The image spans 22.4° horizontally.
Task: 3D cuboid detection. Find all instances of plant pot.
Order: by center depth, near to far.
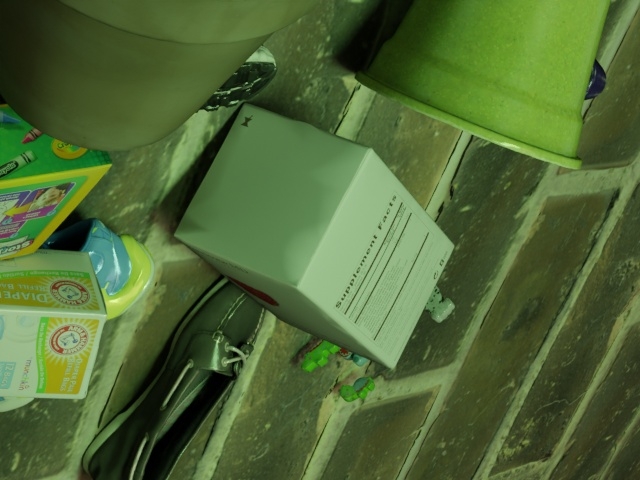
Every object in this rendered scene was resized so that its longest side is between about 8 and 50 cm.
[{"bbox_3d":[-0.158,-0.229,1.346,0.323,0.323,0.280,-22,155,-36],"label":"plant pot"},{"bbox_3d":[0.211,-0.248,1.819,0.276,0.276,0.254,8,106,-54],"label":"plant pot"}]

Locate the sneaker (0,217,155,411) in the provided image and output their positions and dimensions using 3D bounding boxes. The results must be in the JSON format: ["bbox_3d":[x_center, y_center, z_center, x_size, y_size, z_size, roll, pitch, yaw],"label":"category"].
[{"bbox_3d":[-0.293,0.066,1.695,0.240,0.091,0.126,-45,130,-5],"label":"sneaker"}]

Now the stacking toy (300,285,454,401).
[{"bbox_3d":[0.076,0.117,2.222,0.221,0.052,0.167,-46,147,-1],"label":"stacking toy"}]

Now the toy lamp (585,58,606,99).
[{"bbox_3d":[0.285,-0.226,2.073,0.274,0.080,0.080,7,119,-55],"label":"toy lamp"}]

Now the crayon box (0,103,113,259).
[{"bbox_3d":[-0.344,-0.040,1.440,0.278,0.081,0.165,-12,159,-45],"label":"crayon box"}]

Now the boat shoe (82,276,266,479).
[{"bbox_3d":[-0.153,0.187,1.964,0.335,0.095,0.112,-52,149,6],"label":"boat shoe"}]

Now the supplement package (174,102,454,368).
[{"bbox_3d":[0.000,0.000,1.838,0.175,0.177,0.293,-62,149,-10],"label":"supplement package"}]

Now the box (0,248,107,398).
[{"bbox_3d":[-0.321,0.077,1.563,0.203,0.103,0.114,5,124,-24],"label":"box"}]

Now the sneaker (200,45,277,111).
[{"bbox_3d":[-0.180,-0.178,1.548,0.271,0.108,0.100,-8,156,-27],"label":"sneaker"}]
